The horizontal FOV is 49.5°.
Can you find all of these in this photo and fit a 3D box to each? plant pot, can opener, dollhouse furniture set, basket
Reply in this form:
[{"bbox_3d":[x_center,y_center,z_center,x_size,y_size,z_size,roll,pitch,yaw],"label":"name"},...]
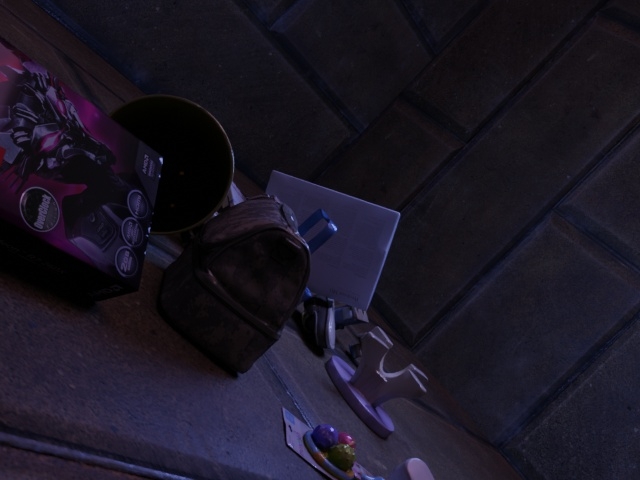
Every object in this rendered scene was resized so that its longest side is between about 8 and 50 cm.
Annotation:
[{"bbox_3d":[-0.327,-0.135,1.472,0.275,0.275,0.293,44,-10,-4],"label":"plant pot"},{"bbox_3d":[-0.292,0.008,1.635,0.059,0.073,0.186,-5,30,-29],"label":"can opener"},{"bbox_3d":[0.078,0.286,2.101,0.129,0.129,0.184,32,43,-67],"label":"dollhouse furniture set"},{"bbox_3d":[-0.087,0.044,1.543,0.201,0.289,0.255,44,4,-9],"label":"basket"}]

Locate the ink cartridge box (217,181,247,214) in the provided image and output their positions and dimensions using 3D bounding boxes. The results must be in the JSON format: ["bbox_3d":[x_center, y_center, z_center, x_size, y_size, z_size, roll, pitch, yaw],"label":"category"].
[{"bbox_3d":[-0.236,-0.059,1.866,0.127,0.072,0.175,56,13,-51],"label":"ink cartridge box"}]

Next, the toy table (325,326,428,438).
[{"bbox_3d":[0.140,0.338,1.721,0.252,0.161,0.274,39,8,-47],"label":"toy table"}]

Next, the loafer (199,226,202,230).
[{"bbox_3d":[-0.329,-0.077,1.909,0.078,0.080,0.220,46,12,-35],"label":"loafer"}]

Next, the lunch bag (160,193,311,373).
[{"bbox_3d":[-0.136,0.051,1.271,0.212,0.256,0.305,43,4,-15],"label":"lunch bag"}]

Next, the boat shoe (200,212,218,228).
[{"bbox_3d":[-0.211,-0.008,1.718,0.113,0.103,0.302,49,-6,32],"label":"boat shoe"}]

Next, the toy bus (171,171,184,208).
[{"bbox_3d":[-0.382,-0.179,1.866,0.130,0.108,0.333,39,14,-38],"label":"toy bus"}]

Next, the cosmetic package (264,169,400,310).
[{"bbox_3d":[0.000,0.000,1.931,0.377,0.284,0.097,20,-1,8],"label":"cosmetic package"}]

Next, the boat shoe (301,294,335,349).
[{"bbox_3d":[-0.006,0.221,1.918,0.305,0.091,0.109,-88,177,-76],"label":"boat shoe"}]

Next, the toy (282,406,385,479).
[{"bbox_3d":[0.041,0.372,1.198,0.237,0.056,0.137,43,3,-13],"label":"toy"}]

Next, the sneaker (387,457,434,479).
[{"bbox_3d":[0.179,0.497,1.212,0.080,0.094,0.212,5,53,-38],"label":"sneaker"}]

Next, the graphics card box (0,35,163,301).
[{"bbox_3d":[-0.372,-0.096,0.881,0.371,0.094,0.233,41,43,-47],"label":"graphics card box"}]

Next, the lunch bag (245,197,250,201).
[{"bbox_3d":[-0.177,-0.038,2.263,0.262,0.160,0.223,32,2,13],"label":"lunch bag"}]
